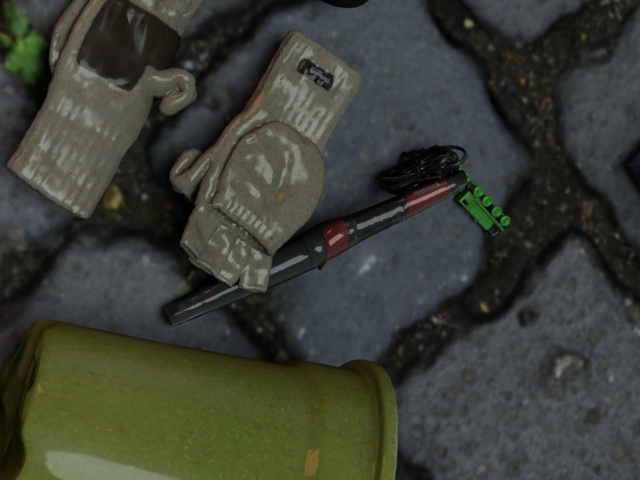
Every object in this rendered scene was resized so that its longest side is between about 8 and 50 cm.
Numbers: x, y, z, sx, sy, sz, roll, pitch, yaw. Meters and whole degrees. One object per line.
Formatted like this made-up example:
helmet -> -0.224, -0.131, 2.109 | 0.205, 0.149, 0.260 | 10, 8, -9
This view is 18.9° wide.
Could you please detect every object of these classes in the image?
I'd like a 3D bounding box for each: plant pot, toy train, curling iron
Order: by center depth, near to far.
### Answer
plant pot -> -0.116, 0.179, 1.390 | 0.254, 0.276, 0.276 | 21, 89, -16
curling iron -> 0.000, 0.000, 1.516 | 0.274, 0.068, 0.035 | -31, 112, -13
toy train -> 0.126, -0.034, 1.590 | 0.024, 0.017, 0.083 | -45, 115, -2

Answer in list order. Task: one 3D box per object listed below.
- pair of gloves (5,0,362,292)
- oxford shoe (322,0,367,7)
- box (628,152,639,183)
pair of gloves -> -0.102, -0.089, 1.443 | 0.240, 0.042, 0.204 | 25, 77, -24
oxford shoe -> -0.040, -0.264, 1.454 | 0.212, 0.076, 0.076 | 36, 52, -24
box -> 0.473, -0.036, 1.658 | 0.279, 0.177, 0.290 | -43, 118, -14
